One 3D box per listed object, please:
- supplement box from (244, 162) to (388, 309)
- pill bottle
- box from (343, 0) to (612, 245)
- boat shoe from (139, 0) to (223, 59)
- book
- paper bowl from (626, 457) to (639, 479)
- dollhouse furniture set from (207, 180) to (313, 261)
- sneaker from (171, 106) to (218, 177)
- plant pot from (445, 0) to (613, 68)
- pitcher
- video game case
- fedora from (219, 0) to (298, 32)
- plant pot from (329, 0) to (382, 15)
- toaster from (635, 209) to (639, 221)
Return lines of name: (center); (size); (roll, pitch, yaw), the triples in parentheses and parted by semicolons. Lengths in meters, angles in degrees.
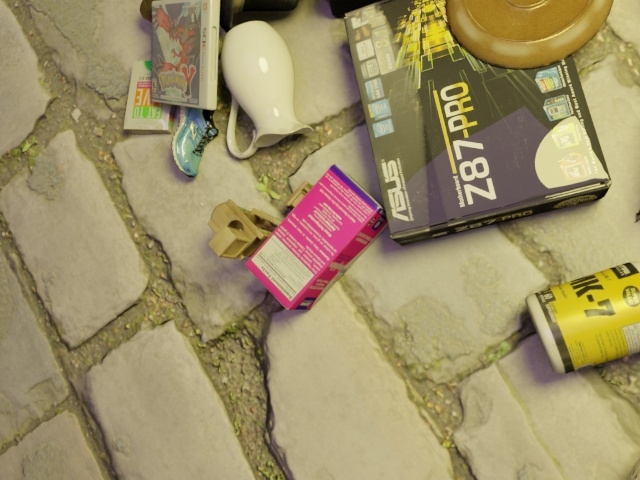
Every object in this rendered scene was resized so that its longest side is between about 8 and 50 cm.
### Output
supplement box: (0.000, 0.000, 0.929); (0.220, 0.111, 0.114); (-47, 72, 9)
pill bottle: (0.404, 0.099, 0.775); (0.209, 0.119, 0.119); (-22, 77, 15)
box: (0.230, -0.218, 0.887); (0.318, 0.097, 0.394); (-14, 78, 18)
boat shoe: (-0.254, -0.409, 1.088); (0.224, 0.073, 0.080); (38, 102, 23)
book: (-0.333, -0.285, 1.125); (0.096, 0.035, 0.144); (3, 83, 15)
paper bowl: (0.520, 0.368, 0.685); (0.284, 0.148, 0.284); (-3, 82, 19)
dollhouse furniture set: (-0.103, -0.056, 0.934); (0.161, 0.182, 0.101); (-47, 71, 8)
sneaker: (-0.230, -0.198, 1.060); (0.073, 0.063, 0.162); (5, 85, 16)
plant pot: (0.302, -0.367, 0.822); (0.237, 0.032, 0.236); (-3, 81, 16)
pitcher: (-0.120, -0.263, 1.009); (0.178, 0.125, 0.207); (-19, 88, 30)
video game case: (-0.246, -0.333, 1.006); (0.201, 0.023, 0.183); (19, 111, 44)
fedora: (-0.090, -0.526, 0.981); (0.153, 0.334, 0.333); (4, 83, -12)
plant pot: (0.107, -0.492, 0.928); (0.167, 0.188, 0.187); (9, 86, 8)
toaster: (0.540, -0.111, 0.761); (0.168, 0.110, 0.185); (9, 86, 21)
